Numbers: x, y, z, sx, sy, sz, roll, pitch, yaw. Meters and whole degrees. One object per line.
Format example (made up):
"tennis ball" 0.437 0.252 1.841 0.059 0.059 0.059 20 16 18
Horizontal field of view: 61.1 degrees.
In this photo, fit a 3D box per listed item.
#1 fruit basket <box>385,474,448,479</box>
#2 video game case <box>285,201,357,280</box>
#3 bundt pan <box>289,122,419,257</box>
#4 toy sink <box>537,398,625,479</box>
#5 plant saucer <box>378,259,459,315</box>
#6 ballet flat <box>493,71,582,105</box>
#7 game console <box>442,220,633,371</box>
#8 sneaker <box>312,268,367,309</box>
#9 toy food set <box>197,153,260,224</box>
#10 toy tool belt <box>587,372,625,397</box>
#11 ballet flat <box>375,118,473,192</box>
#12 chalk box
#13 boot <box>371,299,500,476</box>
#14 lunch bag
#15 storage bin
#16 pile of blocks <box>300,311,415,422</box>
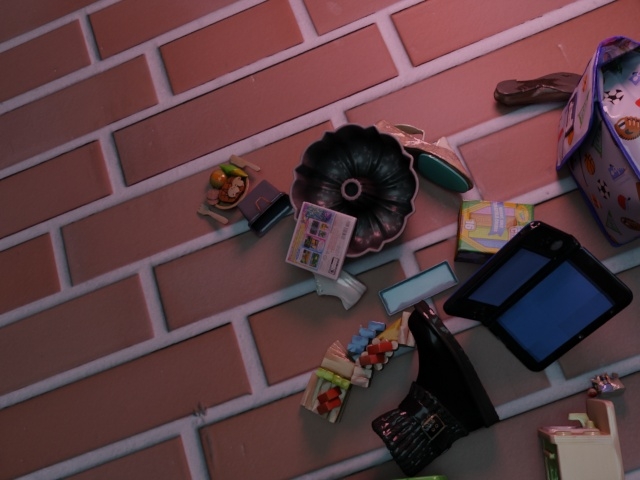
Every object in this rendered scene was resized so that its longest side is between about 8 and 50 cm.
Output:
"fruit basket" 0.143 0.688 1.109 0.391 0.283 0.392 -7 66 16
"video game case" 0.000 0.000 1.319 0.143 0.019 0.157 19 95 21
"bundt pan" 0.094 -0.119 1.364 0.330 0.124 0.331 -1 87 20
"toy sink" 0.545 0.459 1.148 0.131 0.153 0.234 -3 76 9
"plant saucer" 0.244 0.119 1.356 0.192 0.018 0.067 -26 73 3
"ballet flat" 0.577 -0.386 1.413 0.249 0.058 0.084 -5 53 3
"game console" 0.465 0.133 1.179 0.293 0.250 0.173 -51 44 27
"sneaker" 0.010 0.092 1.378 0.212 0.080 0.094 37 96 15
"toy food set" -0.258 -0.146 1.486 0.132 0.038 0.192 25 82 29
"toy tool belt" 0.638 0.325 1.225 0.083 0.052 0.051 -8 43 5
"ballet flat" 0.265 -0.233 1.402 0.315 0.108 0.106 29 69 15
"chalk box" 0.436 -0.014 1.298 0.212 0.132 0.132 5 77 10
"boot" 0.215 0.333 1.201 0.260 0.131 0.348 -29 97 1
"lunch bag" 0.681 -0.213 1.207 0.238 0.328 0.386 -23 75 5
"storage bin" -0.156 -0.095 1.446 0.135 0.098 0.091 -44 63 -3
"pile of blocks" 0.090 0.280 1.292 0.362 0.113 0.149 -43 73 -3
